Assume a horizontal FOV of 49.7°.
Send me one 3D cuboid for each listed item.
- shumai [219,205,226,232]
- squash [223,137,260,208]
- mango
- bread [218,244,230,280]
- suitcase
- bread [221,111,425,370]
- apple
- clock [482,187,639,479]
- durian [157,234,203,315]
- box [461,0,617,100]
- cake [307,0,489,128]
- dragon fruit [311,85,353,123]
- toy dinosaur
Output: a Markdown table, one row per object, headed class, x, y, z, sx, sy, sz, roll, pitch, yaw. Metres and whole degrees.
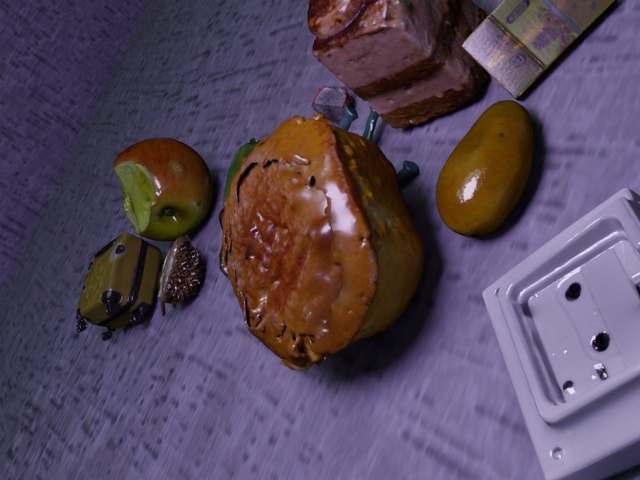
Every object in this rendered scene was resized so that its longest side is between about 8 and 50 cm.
| class | x | y | z | sx | sy | sz | roll | pitch | yaw |
| --- | --- | --- | --- | --- | --- | --- | --- | --- | --- |
| shumai | -0.143 | -0.027 | 1.427 | 0.123 | 0.139 | 0.105 | -34 | -2 | -11 |
| squash | -0.171 | -0.135 | 1.550 | 0.068 | 0.077 | 0.219 | 96 | -173 | -64 |
| mango | 0.239 | -0.109 | 0.982 | 0.136 | 0.099 | 0.228 | -10 | 49 | 57 |
| bread | -0.123 | 0.041 | 1.311 | 0.140 | 0.069 | 0.128 | 0 | 64 | 11 |
| suitcase | -0.493 | 0.114 | 1.719 | 0.193 | 0.143 | 0.235 | -27 | 46 | 40 |
| bread | 0.000 | 0.003 | 1.039 | 0.337 | 0.204 | 0.359 | -41 | 59 | 50 |
| apple | -0.382 | -0.116 | 1.659 | 0.246 | 0.246 | 0.226 | -40 | 47 | 27 |
| clock | 0.293 | 0.097 | 0.737 | 0.231 | 0.116 | 0.262 | -39 | 38 | 29 |
| durian | -0.312 | 0.084 | 1.557 | 0.148 | 0.091 | 0.189 | 0 | 68 | 66 |
| box | 0.320 | -0.321 | 1.025 | 0.121 | 0.030 | 0.193 | 47 | 109 | 11 |
| cake | 0.123 | -0.350 | 1.132 | 0.198 | 0.293 | 0.196 | -12 | 51 | 49 |
| dragon fruit | 0.031 | -0.277 | 1.410 | 0.083 | 0.060 | 0.056 | 7 | 61 | 26 |
| toy dinosaur | 0.018 | -0.064 | 1.251 | 0.331 | 0.129 | 0.384 | -52 | 34 | 32 |
